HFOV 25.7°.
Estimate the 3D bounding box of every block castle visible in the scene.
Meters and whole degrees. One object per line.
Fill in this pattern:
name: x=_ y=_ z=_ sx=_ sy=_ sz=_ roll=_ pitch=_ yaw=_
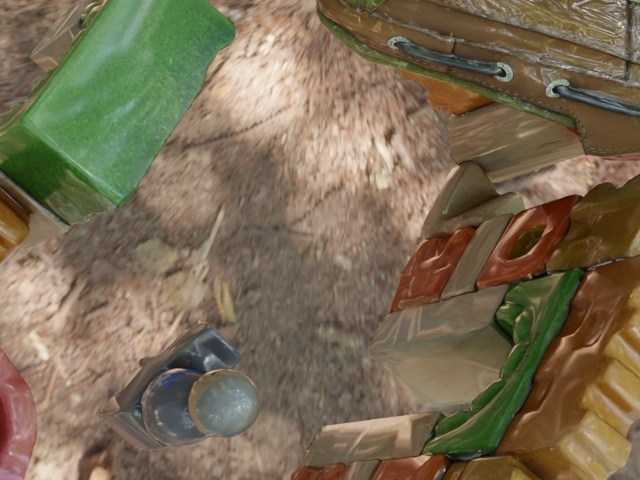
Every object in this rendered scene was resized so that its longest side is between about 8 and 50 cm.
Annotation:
block castle: x=0.000 y=0.000 z=0.623 sx=0.303 sy=0.213 sz=0.453 roll=42 pitch=60 yaw=-20

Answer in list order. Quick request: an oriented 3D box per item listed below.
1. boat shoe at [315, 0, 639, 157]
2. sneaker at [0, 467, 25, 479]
boat shoe: x=0.146 y=-0.094 z=0.637 sx=0.307 sy=0.111 sz=0.104 roll=20 pitch=130 yaw=-16
sneaker: x=-0.110 y=0.065 z=0.351 sx=0.057 sy=0.119 sz=0.047 roll=9 pitch=91 yaw=-28
